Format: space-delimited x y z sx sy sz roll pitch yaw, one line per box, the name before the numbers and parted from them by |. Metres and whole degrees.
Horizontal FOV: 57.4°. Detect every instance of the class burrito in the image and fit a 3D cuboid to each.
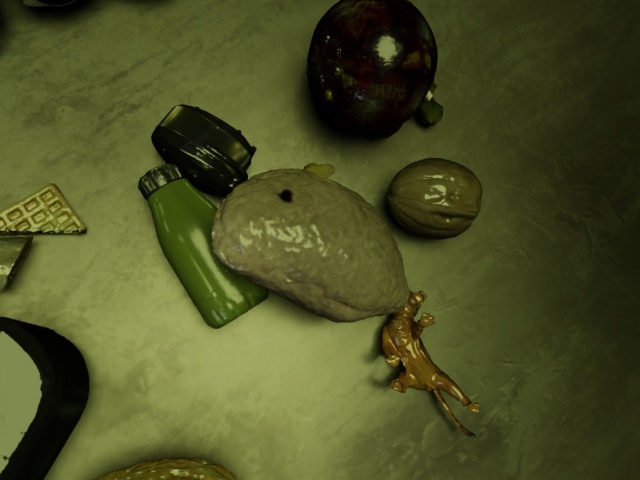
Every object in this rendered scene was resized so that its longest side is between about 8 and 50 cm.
burrito | -0.539 0.036 0.842 0.226 0.060 0.087 0 75 -14

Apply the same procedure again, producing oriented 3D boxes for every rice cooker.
rice cooker | -0.185 -0.143 0.934 0.165 0.112 0.106 27 69 -8

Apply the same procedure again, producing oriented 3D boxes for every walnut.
walnut | 0.196 -0.071 1.002 0.162 0.140 0.140 5 78 -28

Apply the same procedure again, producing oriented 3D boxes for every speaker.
speaker | -0.412 0.312 0.748 0.184 0.180 0.388 24 76 5

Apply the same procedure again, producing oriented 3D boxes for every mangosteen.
mangosteen | 0.112 -0.285 0.995 0.289 0.231 0.231 10 76 -43

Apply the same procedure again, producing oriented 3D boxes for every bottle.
bottle | -0.188 0.003 0.905 0.112 0.112 0.260 -32 88 -17

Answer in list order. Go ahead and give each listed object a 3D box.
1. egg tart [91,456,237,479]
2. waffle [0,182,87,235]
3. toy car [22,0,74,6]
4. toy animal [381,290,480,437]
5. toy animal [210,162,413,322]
egg tart | -0.214 0.475 0.781 0.340 0.153 0.351 -20 95 -13
waffle | -0.450 -0.015 0.892 0.153 0.023 0.097 -33 88 -18
toy car | -0.381 -0.481 0.947 0.301 0.118 0.193 -21 77 -15
toy animal | 0.176 0.221 0.973 0.114 0.116 0.255 -26 92 7
toy animal | 0.005 0.003 0.899 0.358 0.188 0.226 32 34 -29
